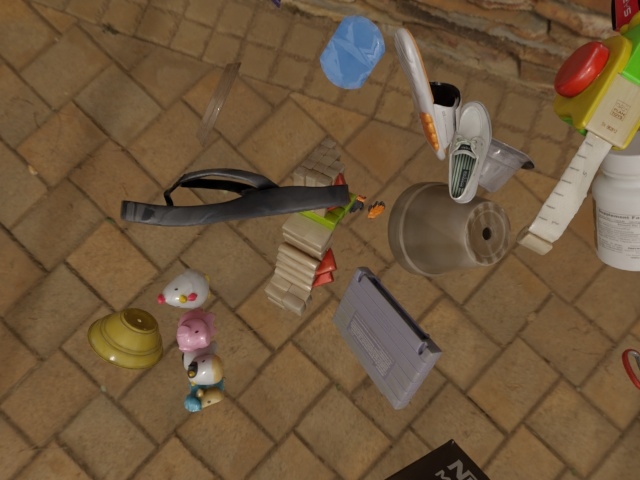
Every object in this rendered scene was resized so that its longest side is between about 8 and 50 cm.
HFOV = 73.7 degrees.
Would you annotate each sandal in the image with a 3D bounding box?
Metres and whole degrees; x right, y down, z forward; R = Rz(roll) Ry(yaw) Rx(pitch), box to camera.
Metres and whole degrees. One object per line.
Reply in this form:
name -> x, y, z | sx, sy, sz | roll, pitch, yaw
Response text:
sandal -> 0.197, -0.240, 0.713 | 0.076, 0.265, 0.102 | -24, 51, 11
sandal -> -0.086, -0.052, 0.470 | 0.254, 0.097, 0.054 | -10, 98, -32

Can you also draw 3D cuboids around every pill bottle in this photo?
pill bottle -> 0.567, -0.071, 0.768 | 0.131, 0.131, 0.229 | -24, 118, -3

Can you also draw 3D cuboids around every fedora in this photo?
fedora -> 0.448, -0.212, 1.178 | 0.244, 0.275, 0.124 | 27, 107, 3

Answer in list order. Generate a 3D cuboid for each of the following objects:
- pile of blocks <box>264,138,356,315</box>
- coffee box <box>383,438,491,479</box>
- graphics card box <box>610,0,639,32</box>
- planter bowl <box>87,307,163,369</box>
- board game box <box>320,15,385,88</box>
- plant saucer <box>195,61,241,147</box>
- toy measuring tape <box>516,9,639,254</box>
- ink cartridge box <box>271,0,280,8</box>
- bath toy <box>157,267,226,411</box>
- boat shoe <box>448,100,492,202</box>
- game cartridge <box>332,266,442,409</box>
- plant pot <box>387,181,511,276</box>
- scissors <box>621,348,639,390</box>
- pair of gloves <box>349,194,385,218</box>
pile of blocks -> 0.000, 0.000, 0.809 | 0.112, 0.149, 0.362 | 28, 124, 16
coffee box -> 0.138, 0.331, 0.319 | 0.168, 0.297, 0.119 | -6, 124, -36
graphics card box -> 0.561, -0.350, 0.452 | 0.233, 0.371, 0.094 | 5, 82, -11
planter bowl -> -0.533, 0.257, 1.217 | 0.217, 0.217, 0.090 | 35, 104, 4
board game box -> 0.084, -0.468, 1.072 | 0.133, 0.033, 0.168 | 40, 117, 5
plant saucer -> -0.311, -0.413, 1.282 | 0.041, 0.278, 0.278 | 24, 83, -18
toy measuring tape -> 0.329, -0.138, 0.543 | 0.121, 0.121, 0.330 | 29, 94, 3
ink cartridge box -> -0.044, -0.685, 0.865 | 0.069, 0.176, 0.371 | 18, 107, 4
bath toy -> -0.319, 0.246, 1.073 | 0.151, 0.129, 0.348 | 8, 111, 40
boat shoe -> 0.326, -0.195, 0.938 | 0.083, 0.076, 0.226 | 5, 97, 29
game cartridge -> 0.173, 0.271, 1.227 | 0.068, 0.230, 0.355 | -3, 37, -33
plant pot -> 0.421, -0.027, 1.347 | 0.323, 0.280, 0.323 | -3, 96, -26
scissors -> 0.747, 0.375, 0.913 | 0.109, 0.021, 0.297 | 5, 53, -5
pair of gloves -> 0.111, -0.079, 1.031 | 0.083, 0.074, 0.010 | 14, 59, -15
